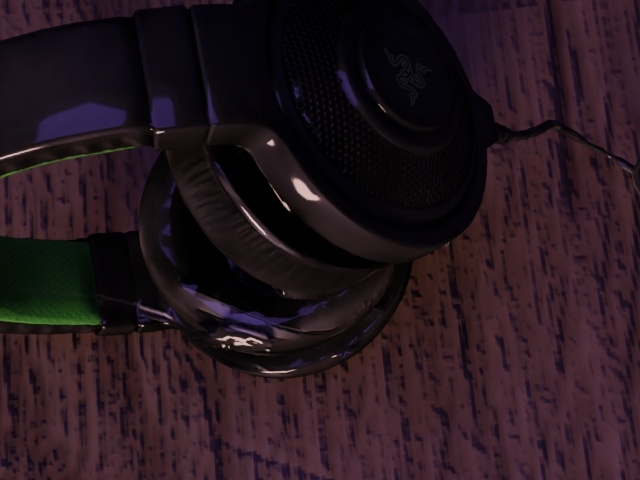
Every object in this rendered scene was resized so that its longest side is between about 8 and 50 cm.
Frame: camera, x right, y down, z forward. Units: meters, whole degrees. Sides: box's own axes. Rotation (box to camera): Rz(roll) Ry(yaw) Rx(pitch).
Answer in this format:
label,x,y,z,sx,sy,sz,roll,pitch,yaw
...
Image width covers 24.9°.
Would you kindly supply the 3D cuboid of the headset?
label,x,y,z,sx,sy,sz,roll,pitch,yaw
headset,0.000,0.000,0.629,0.394,0.243,0.185,-6,71,-15
